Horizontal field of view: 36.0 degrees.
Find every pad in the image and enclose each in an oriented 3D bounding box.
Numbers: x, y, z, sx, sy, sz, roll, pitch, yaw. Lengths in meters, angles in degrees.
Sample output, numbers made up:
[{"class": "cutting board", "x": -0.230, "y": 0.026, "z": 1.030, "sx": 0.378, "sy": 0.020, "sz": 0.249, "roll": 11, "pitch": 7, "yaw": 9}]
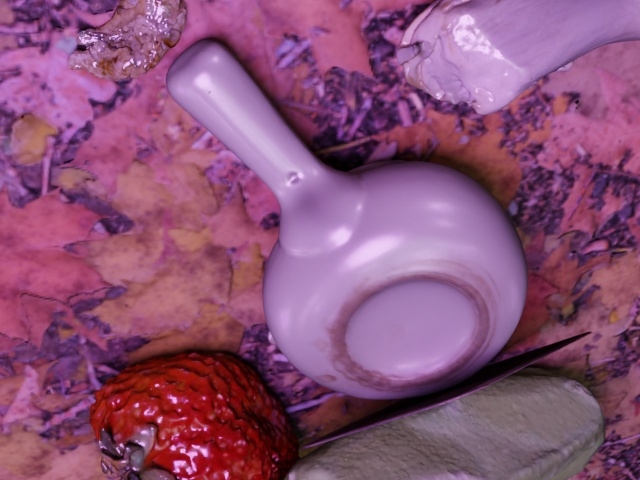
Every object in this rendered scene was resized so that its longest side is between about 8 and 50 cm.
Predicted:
[{"class": "pad", "x": 0.113, "y": 0.124, "z": 0.835, "sx": 0.176, "sy": 0.002, "sz": 0.266, "roll": -26, "pitch": 171, "yaw": 35}]

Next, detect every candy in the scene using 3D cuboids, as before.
[{"class": "candy", "x": 0.111, "y": 0.214, "z": 0.879, "sx": 0.343, "sy": 0.132, "sz": 0.142, "roll": -14, "pitch": 121, "yaw": -40}]

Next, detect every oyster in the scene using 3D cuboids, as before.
[{"class": "oyster", "x": -0.132, "y": -0.146, "z": 0.677, "sx": 0.080, "sy": 0.038, "sz": 0.083, "roll": 3, "pitch": 126, "yaw": -15}]

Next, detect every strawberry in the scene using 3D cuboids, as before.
[{"class": "strawberry", "x": -0.094, "y": 0.156, "z": 0.859, "sx": 0.175, "sy": 0.236, "sz": 0.107, "roll": 28, "pitch": 97, "yaw": 15}]

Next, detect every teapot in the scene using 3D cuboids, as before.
[{"class": "teapot", "x": 0.034, "y": -0.016, "z": 0.749, "sx": 0.220, "sy": 0.149, "sz": 0.318, "roll": -16, "pitch": 128, "yaw": 2}]

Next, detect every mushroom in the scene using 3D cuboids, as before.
[{"class": "mushroom", "x": 0.190, "y": -0.162, "z": 0.719, "sx": 0.278, "sy": 0.096, "sz": 0.099, "roll": -14, "pitch": 129, "yaw": -10}]
